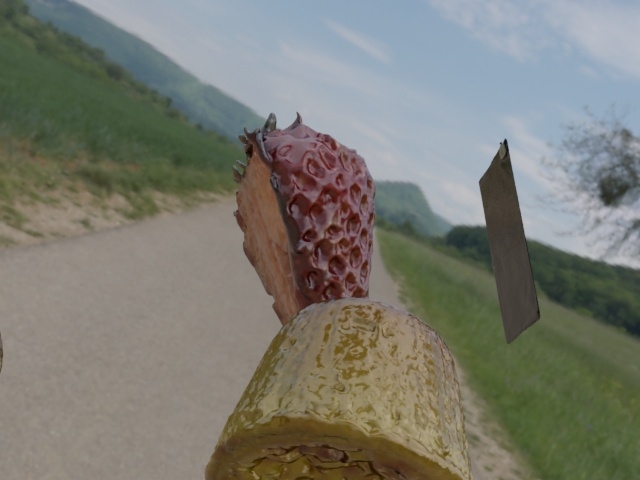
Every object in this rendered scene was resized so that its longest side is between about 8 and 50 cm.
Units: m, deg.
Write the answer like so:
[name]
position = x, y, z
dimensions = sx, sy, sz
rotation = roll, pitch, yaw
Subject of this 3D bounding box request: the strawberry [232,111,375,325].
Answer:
[strawberry]
position = -0.001, -0.015, 1.071
dimensions = 0.150, 0.253, 0.280
rotation = -16, 53, -18

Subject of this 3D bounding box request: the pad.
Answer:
[pad]
position = 0.195, 0.004, 0.928
dimensions = 0.004, 0.193, 0.116
rotation = -5, -19, -6

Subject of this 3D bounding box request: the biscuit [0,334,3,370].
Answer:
[biscuit]
position = -0.273, 0.106, 0.524
dimensions = 0.204, 0.138, 0.031
rotation = -7, -22, 20

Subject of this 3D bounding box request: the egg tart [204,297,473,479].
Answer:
[egg tart]
position = 0.027, 0.145, 0.679
dimensions = 0.202, 0.203, 0.147
rotation = 26, 43, -8
